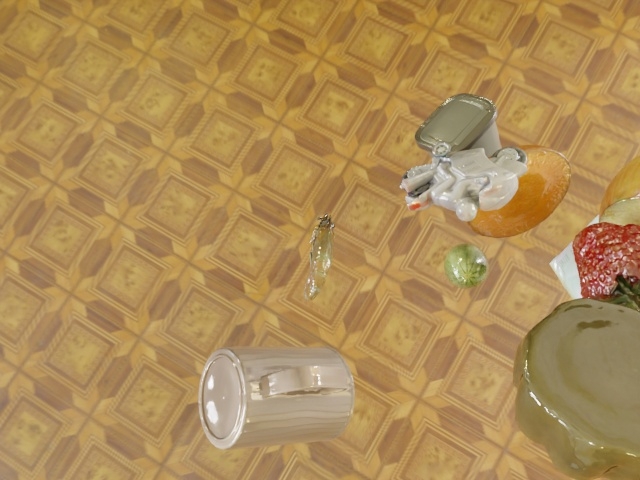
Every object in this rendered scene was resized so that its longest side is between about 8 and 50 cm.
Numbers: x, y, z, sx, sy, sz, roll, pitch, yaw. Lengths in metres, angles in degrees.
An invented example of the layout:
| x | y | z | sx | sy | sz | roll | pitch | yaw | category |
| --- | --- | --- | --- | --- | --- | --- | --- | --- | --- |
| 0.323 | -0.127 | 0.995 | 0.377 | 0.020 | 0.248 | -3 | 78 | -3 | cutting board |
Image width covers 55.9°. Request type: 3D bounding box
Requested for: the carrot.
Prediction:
| x | y | z | sx | sy | sz | roll | pitch | yaw | category |
| --- | --- | --- | --- | --- | --- | --- | --- | --- | --- |
| 0.512 | -0.133 | 1.600 | 0.307 | 0.258 | 0.100 | -28 | 39 | 5 | carrot |

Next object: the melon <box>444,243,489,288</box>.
| x | y | z | sx | sy | sz | roll | pitch | yaw | category |
| --- | --- | --- | --- | --- | --- | --- | --- | --- | --- |
| 0.456 | 0.079 | 1.891 | 0.139 | 0.192 | 0.139 | 3 | 107 | 10 | melon |

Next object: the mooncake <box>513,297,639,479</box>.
| x | y | z | sx | sy | sz | roll | pitch | yaw | category |
| --- | --- | --- | --- | --- | --- | --- | --- | --- | --- |
| 0.590 | 0.315 | 1.267 | 0.379 | 0.200 | 0.378 | 0 | 49 | 0 | mooncake |

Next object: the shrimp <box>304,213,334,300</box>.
| x | y | z | sx | sy | sz | roll | pitch | yaw | category |
| --- | --- | --- | --- | --- | --- | --- | --- | --- | --- |
| -0.004 | 0.027 | 1.166 | 0.042 | 0.101 | 0.190 | 19 | 61 | -14 | shrimp |

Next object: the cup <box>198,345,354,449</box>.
| x | y | z | sx | sy | sz | roll | pitch | yaw | category |
| --- | --- | --- | --- | --- | --- | --- | --- | --- | --- |
| -0.074 | 0.328 | 1.247 | 0.273 | 0.288 | 0.208 | 9 | 90 | -36 | cup |

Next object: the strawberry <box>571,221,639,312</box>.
| x | y | z | sx | sy | sz | roll | pitch | yaw | category |
| --- | --- | --- | --- | --- | --- | --- | --- | --- | --- |
| 0.765 | 0.082 | 1.491 | 0.261 | 0.261 | 0.257 | 10 | 43 | 7 | strawberry |

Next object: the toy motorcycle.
| x | y | z | sx | sy | sz | roll | pitch | yaw | category |
| --- | --- | --- | --- | --- | --- | --- | --- | --- | --- |
| 0.293 | -0.112 | 1.234 | 0.260 | 0.110 | 0.170 | -10 | 51 | 19 | toy motorcycle |

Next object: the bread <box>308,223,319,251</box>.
| x | y | z | sx | sy | sz | roll | pitch | yaw | category |
| --- | --- | --- | --- | --- | --- | --- | --- | --- | --- |
| 0.000 | 0.000 | 1.572 | 0.046 | 0.081 | 0.083 | 1 | 77 | -29 | bread |

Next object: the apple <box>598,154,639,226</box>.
| x | y | z | sx | sy | sz | roll | pitch | yaw | category |
| --- | --- | --- | --- | --- | --- | --- | --- | --- | --- |
| 0.932 | -0.135 | 1.636 | 0.252 | 0.314 | 0.309 | 39 | 64 | 0 | apple |

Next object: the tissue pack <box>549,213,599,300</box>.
| x | y | z | sx | sy | sz | roll | pitch | yaw | category |
| --- | --- | --- | --- | --- | --- | --- | --- | --- | --- |
| 0.947 | 0.134 | 1.835 | 0.205 | 0.331 | 0.404 | -6 | 55 | -25 | tissue pack |

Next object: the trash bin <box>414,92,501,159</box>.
| x | y | z | sx | sy | sz | roll | pitch | yaw | category |
| --- | --- | --- | --- | --- | --- | --- | --- | --- | --- |
| 0.442 | -0.285 | 1.850 | 0.220 | 0.250 | 0.219 | -46 | 46 | -5 | trash bin |
